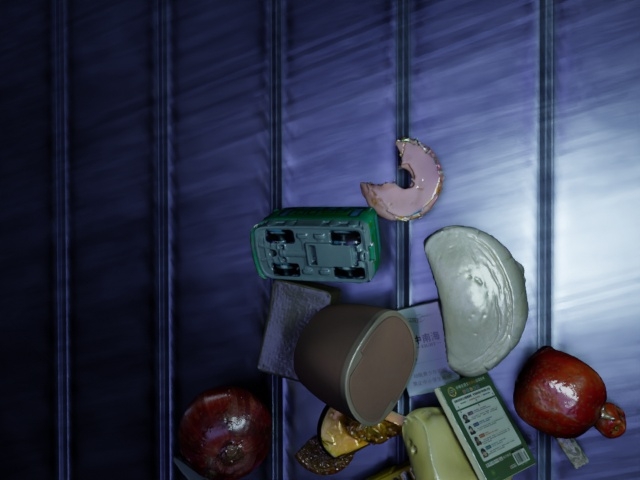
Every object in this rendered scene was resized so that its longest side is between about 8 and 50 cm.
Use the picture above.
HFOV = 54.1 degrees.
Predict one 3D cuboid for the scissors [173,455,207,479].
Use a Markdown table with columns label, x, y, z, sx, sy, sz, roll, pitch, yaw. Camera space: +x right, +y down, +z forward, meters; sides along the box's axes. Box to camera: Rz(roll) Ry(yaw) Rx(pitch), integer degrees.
| label | x | y | z | sx | sy | sz | roll | pitch | yaw |
| --- | --- | --- | --- | --- | --- | --- | --- | --- | --- |
| scissors | -0.350 | 0.761 | 1.932 | 0.289 | 0.041 | 0.138 | 34 | 68 | 19 |

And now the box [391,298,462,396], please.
| label | x | y | z | sx | sy | sz | roll | pitch | yaw |
| --- | --- | --- | --- | --- | --- | --- | --- | --- | --- |
| box | 0.290 | 0.296 | 1.746 | 0.155 | 0.067 | 0.243 | -15 | 87 | 14 |

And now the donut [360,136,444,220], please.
| label | x | y | z | sx | sy | sz | roll | pitch | yaw |
| --- | --- | --- | --- | --- | --- | --- | --- | --- | --- |
| donut | 0.240 | -0.157 | 1.743 | 0.199 | 0.085 | 0.233 | 44 | 101 | 11 |

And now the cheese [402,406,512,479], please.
| label | x | y | z | sx | sy | sz | roll | pitch | yaw |
| --- | --- | --- | --- | --- | --- | --- | --- | --- | --- |
| cheese | 0.373 | 0.558 | 1.623 | 0.128 | 0.315 | 0.260 | -45 | 43 | 47 |

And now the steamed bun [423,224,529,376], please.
| label | x | y | z | sx | sy | sz | roll | pitch | yaw |
| --- | --- | --- | --- | --- | --- | --- | --- | --- | --- |
| steamed bun | 0.415 | 0.142 | 1.614 | 0.236 | 0.247 | 0.384 | -14 | 86 | 18 |

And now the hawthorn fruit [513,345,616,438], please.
| label | x | y | z | sx | sy | sz | roll | pitch | yaw |
| --- | --- | --- | --- | --- | --- | --- | --- | --- | --- |
| hawthorn fruit | 0.616 | 0.397 | 1.583 | 0.249 | 0.215 | 0.215 | 18 | 96 | 27 |

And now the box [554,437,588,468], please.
| label | x | y | z | sx | sy | sz | roll | pitch | yaw |
| --- | --- | --- | --- | --- | --- | --- | --- | --- | --- |
| box | 0.657 | 0.543 | 1.648 | 0.045 | 0.062 | 0.098 | -33 | 80 | 9 |

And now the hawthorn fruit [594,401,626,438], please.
| label | x | y | z | sx | sy | sz | roll | pitch | yaw |
| --- | --- | --- | --- | --- | --- | --- | --- | --- | --- |
| hawthorn fruit | 0.743 | 0.463 | 1.608 | 0.093 | 0.093 | 0.093 | 0 | 91 | 16 |

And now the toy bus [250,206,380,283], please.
| label | x | y | z | sx | sy | sz | roll | pitch | yaw |
| --- | --- | --- | --- | --- | --- | --- | --- | --- | --- |
| toy bus | 0.000 | 0.000 | 1.742 | 0.343 | 0.199 | 0.184 | 2 | 116 | 20 |

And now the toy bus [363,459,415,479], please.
| label | x | y | z | sx | sy | sz | roll | pitch | yaw |
| --- | --- | --- | --- | --- | --- | --- | --- | --- | --- |
| toy bus | 0.220 | 0.692 | 1.746 | 0.335 | 0.121 | 0.123 | -32 | 75 | 15 |

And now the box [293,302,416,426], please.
| label | x | y | z | sx | sy | sz | roll | pitch | yaw |
| --- | --- | --- | --- | --- | --- | --- | --- | --- | --- |
| box | 0.083 | 0.312 | 1.649 | 0.216 | 0.301 | 0.301 | 10 | 94 | 40 |

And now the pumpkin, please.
| label | x | y | z | sx | sy | sz | roll | pitch | yaw |
| --- | --- | --- | --- | --- | --- | --- | --- | --- | --- |
| pumpkin | 0.127 | 0.541 | 1.740 | 0.280 | 0.139 | 0.190 | 22 | 77 | 16 |

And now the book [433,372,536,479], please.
| label | x | y | z | sx | sy | sz | roll | pitch | yaw |
| --- | --- | --- | --- | --- | --- | --- | --- | --- | --- |
| book | 0.425 | 0.479 | 1.617 | 0.027 | 0.202 | 0.264 | -51 | 57 | 44 |

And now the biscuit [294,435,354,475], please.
| label | x | y | z | sx | sy | sz | roll | pitch | yaw |
| --- | --- | --- | --- | --- | --- | --- | --- | --- | --- |
| biscuit | 0.028 | 0.622 | 1.844 | 0.206 | 0.025 | 0.126 | -38 | 81 | 13 |

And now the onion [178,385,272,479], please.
| label | x | y | z | sx | sy | sz | roll | pitch | yaw |
| --- | --- | --- | --- | --- | --- | --- | --- | --- | --- |
| onion | -0.271 | 0.560 | 1.814 | 0.276 | 0.276 | 0.276 | 0 | 91 | 16 |

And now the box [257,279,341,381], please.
| label | x | y | z | sx | sy | sz | roll | pitch | yaw |
| --- | --- | --- | --- | --- | --- | --- | --- | --- | --- |
| box | -0.060 | 0.256 | 1.805 | 0.184 | 0.143 | 0.274 | 11 | 93 | 15 |
